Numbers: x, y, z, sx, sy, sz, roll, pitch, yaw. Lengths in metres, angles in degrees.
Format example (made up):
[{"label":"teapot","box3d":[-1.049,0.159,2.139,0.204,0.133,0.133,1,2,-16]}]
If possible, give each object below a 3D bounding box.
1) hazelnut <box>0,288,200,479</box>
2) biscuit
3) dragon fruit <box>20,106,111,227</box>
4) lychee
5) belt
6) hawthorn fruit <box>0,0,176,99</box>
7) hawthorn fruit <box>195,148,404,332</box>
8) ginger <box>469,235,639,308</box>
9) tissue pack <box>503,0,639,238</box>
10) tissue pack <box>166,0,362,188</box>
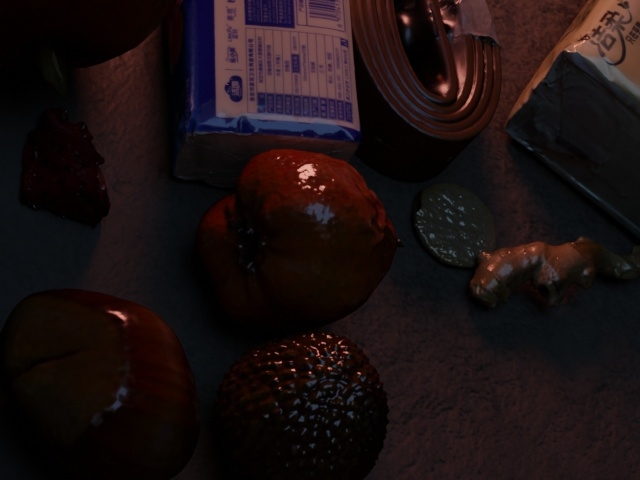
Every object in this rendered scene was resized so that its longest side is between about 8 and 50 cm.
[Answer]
[{"label":"hazelnut","box3d":[-0.213,0.148,1.657,0.181,0.181,0.212,-19,58,-10]},{"label":"biscuit","box3d":[0.163,-0.019,2.050,0.120,0.015,0.120,14,57,-23]},{"label":"dragon fruit","box3d":[-0.265,-0.091,1.822,0.097,0.063,0.131,13,58,-23]},{"label":"lychee","box3d":[-0.019,0.182,1.736,0.194,0.194,0.194,13,58,-22]},{"label":"belt","box3d":[0.107,-0.247,2.081,0.217,0.122,0.338,5,61,-25]},{"label":"hawthorn fruit","box3d":[-0.293,-0.341,1.766,0.403,0.403,0.403,13,58,-22]},{"label":"hawthorn fruit","box3d":[0.000,0.000,1.842,0.243,0.207,0.207,-1,63,-44]},{"label":"ginger","box3d":[0.306,0.035,2.065,0.288,0.075,0.089,-5,59,-27]},{"label":"tissue pack","box3d":[0.478,-0.210,2.214,0.332,0.205,0.405,38,51,0]},{"label":"tissue pack","box3d":[-0.068,-0.198,1.938,0.209,0.137,0.269,0,60,-10]}]
